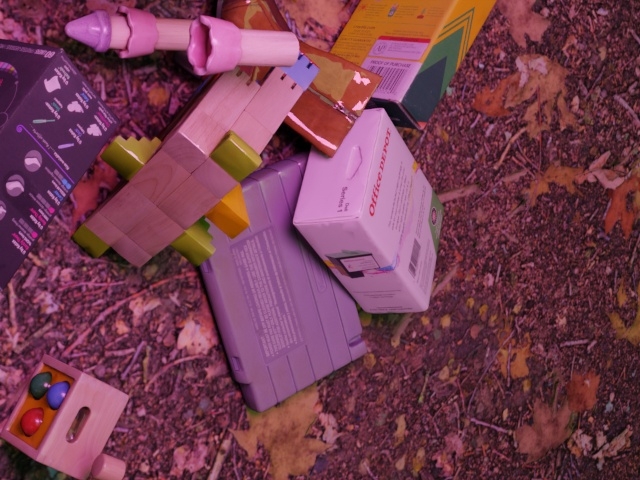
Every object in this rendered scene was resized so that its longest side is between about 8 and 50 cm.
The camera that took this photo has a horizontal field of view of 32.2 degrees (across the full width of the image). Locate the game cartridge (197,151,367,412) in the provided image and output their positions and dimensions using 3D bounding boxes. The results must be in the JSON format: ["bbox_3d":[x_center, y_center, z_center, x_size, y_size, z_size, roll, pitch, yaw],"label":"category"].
[{"bbox_3d":[-0.067,0.066,1.720,0.230,0.068,0.355,-24,113,-23],"label":"game cartridge"}]

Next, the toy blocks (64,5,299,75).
[{"bbox_3d":[-0.195,-0.357,1.280,0.260,0.288,0.309,-4,104,-33],"label":"toy blocks"}]

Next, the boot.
[{"bbox_3d":[-0.033,-0.297,1.602,0.280,0.096,0.264,28,78,-5],"label":"boot"}]

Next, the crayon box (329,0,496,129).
[{"bbox_3d":[0.141,-0.331,1.742,0.081,0.202,0.318,43,71,-42],"label":"crayon box"}]

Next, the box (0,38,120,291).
[{"bbox_3d":[-0.402,-0.098,1.350,0.270,0.165,0.143,-60,142,-23],"label":"box"}]

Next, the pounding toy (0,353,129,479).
[{"bbox_3d":[-0.338,0.263,1.458,0.094,0.206,0.181,35,75,-35],"label":"pounding toy"}]

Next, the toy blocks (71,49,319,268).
[{"bbox_3d":[-0.156,-0.129,1.488,0.191,0.381,0.261,41,50,-12],"label":"toy blocks"}]

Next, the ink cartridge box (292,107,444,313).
[{"bbox_3d":[0.082,-0.040,1.717,0.278,0.117,0.201,51,43,-48],"label":"ink cartridge box"}]
